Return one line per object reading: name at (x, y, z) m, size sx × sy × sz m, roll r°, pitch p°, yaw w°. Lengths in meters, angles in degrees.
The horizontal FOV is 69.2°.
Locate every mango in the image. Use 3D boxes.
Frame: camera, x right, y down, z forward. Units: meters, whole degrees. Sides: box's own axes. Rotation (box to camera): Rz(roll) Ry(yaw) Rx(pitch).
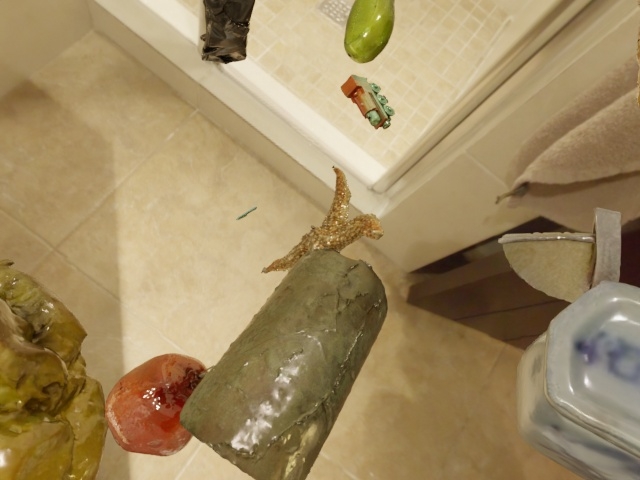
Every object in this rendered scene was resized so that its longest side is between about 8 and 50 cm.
mango at (0.096, -0.397, 0.842) m, size 0.074 × 0.091 × 0.165 m, roll 34°, pitch 74°, yaw -50°

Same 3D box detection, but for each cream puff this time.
cream puff at (-0.378, 0.164, 0.490) m, size 0.291 × 0.324 × 0.257 m, roll 15°, pitch 94°, yaw 4°

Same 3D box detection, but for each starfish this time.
starfish at (-0.016, 0.022, 0.918) m, size 0.084 × 0.301 × 0.293 m, roll 21°, pitch 113°, yaw -31°

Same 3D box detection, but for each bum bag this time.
bum bag at (-0.227, -0.506, 1.118) m, size 0.123 × 0.248 × 0.059 m, roll -4°, pitch 82°, yaw -15°

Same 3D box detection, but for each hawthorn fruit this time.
hawthorn fruit at (-0.327, 0.342, 1.021) m, size 0.299 × 0.211 × 0.211 m, roll -40°, pitch 87°, yaw 18°

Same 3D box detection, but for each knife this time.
knife at (-0.174, -0.063, 1.095) m, size 0.005 × 0.014 × 0.091 m, roll 35°, pitch 29°, yaw 7°

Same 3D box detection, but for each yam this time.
yam at (-0.035, 0.157, 0.587) m, size 0.168 × 0.168 × 0.304 m, roll 39°, pitch 50°, yaw -2°

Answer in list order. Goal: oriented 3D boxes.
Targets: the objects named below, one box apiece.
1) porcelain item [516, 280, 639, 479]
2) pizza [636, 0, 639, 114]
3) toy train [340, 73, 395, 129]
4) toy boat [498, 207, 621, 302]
porcelain item at (0.350, 0.194, 0.525) m, size 0.243 × 0.405 × 0.178 m, roll 24°, pitch 73°, yaw 35°
pizza at (0.667, -0.366, 0.911) m, size 0.435 × 0.080 × 0.391 m, roll 6°, pitch 84°, yaw -55°
toy train at (0.147, -0.414, 1.405) m, size 0.118 × 0.074 × 0.175 m, roll -7°, pitch 66°, yaw -41°
toy boat at (0.681, 0.053, 1.272) m, size 0.275 × 0.294 × 0.111 m, roll 60°, pitch 32°, yaw -21°
